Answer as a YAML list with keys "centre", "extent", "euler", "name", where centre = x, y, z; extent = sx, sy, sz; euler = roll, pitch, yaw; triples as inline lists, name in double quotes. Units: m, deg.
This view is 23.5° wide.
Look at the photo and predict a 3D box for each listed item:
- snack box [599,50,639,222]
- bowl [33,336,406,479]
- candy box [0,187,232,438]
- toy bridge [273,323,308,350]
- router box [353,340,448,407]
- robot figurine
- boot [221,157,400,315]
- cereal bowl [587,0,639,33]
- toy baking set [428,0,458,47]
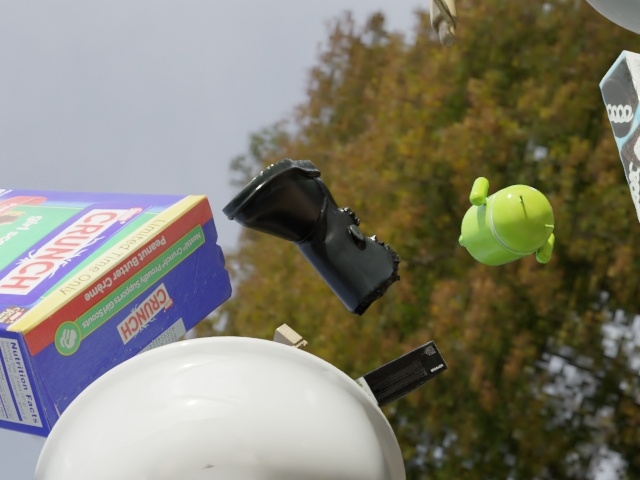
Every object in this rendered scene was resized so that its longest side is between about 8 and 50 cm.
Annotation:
- centre: [0.398, -0.042, 1.508]
  extent: [0.060, 0.187, 0.322]
  euler: [119, 154, -44]
  name: "snack box"
- centre: [-0.073, 0.231, 1.161]
  extent: [0.134, 0.297, 0.298]
  euler: [-104, 16, -67]
  name: "bowl"
- centre: [-0.292, 0.057, 1.500]
  extent: [0.268, 0.317, 0.122]
  euler: [-40, -55, -45]
  name: "candy box"
- centre: [-0.079, 0.158, 1.700]
  extent: [0.188, 0.063, 0.026]
  euler: [-33, -29, -36]
  name: "toy bridge"
- centre: [0.062, 0.201, 1.993]
  extent: [0.179, 0.046, 0.133]
  euler: [-24, -10, -28]
  name: "router box"
- centre: [0.180, -0.014, 1.481]
  extent: [0.101, 0.115, 0.067]
  euler: [41, -115, -9]
  name: "robot figurine"
- centre: [0.000, 0.000, 1.933]
  extent: [0.094, 0.207, 0.246]
  euler: [-43, -8, 18]
  name: "boot"
- centre: [0.456, -0.415, 1.851]
  extent: [0.141, 0.338, 0.339]
  euler: [-77, -19, -50]
  name: "cereal bowl"
- centre: [0.103, -0.307, 1.656]
  extent: [0.256, 0.030, 0.197]
  euler: [-92, -23, -49]
  name: "toy baking set"
